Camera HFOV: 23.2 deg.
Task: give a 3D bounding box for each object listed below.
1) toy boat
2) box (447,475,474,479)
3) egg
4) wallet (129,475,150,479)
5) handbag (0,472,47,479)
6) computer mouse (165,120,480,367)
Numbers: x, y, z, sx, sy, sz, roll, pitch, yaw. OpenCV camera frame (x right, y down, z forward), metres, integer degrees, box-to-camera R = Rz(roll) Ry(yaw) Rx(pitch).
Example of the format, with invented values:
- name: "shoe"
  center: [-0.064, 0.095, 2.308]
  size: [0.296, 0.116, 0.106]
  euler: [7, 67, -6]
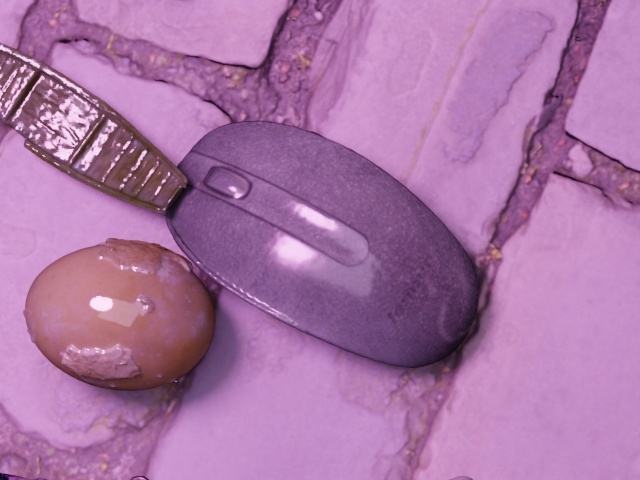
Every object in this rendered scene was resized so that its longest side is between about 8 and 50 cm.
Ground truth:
- name: "toy boat"
  center: [-0.272, -0.120, 1.732]
  size: [0.293, 0.055, 0.093]
  euler: [34, 85, 11]
- name: "box"
  center: [0.074, 0.377, 1.587]
  size: [0.311, 0.175, 0.183]
  euler: [-23, 72, -3]
- name: "egg"
  center: [-0.211, 0.078, 1.644]
  size: [0.201, 0.164, 0.164]
  euler: [6, 80, 1]
- name: "wallet"
  center: [-0.230, 0.324, 1.673]
  size: [0.156, 0.018, 0.082]
  euler: [-34, 81, -4]
- name: "handbag"
  center: [-0.349, 0.370, 1.595]
  size: [0.207, 0.126, 0.229]
  euler: [-31, 68, 28]
- name: "computer mouse"
  center: [0.001, -0.002, 1.679]
  size: [0.373, 0.114, 0.203]
  euler: [28, 82, 7]
